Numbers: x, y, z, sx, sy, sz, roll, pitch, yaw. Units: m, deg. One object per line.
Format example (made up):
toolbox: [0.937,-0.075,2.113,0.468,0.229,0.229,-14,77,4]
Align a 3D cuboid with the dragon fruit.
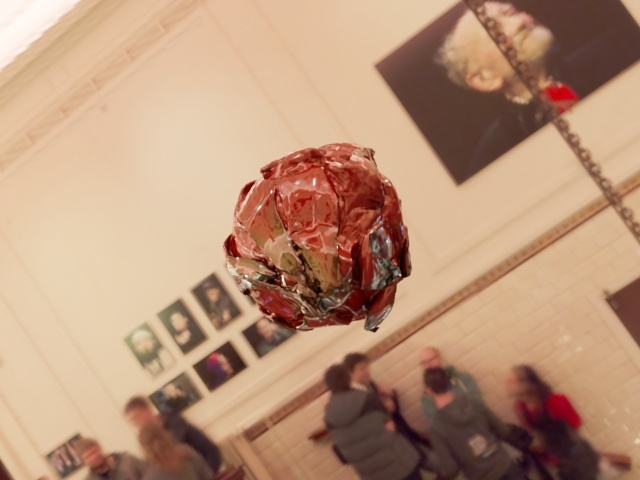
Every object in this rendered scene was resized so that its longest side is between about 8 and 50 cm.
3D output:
dragon fruit: [0.000,0.000,1.035,0.234,0.233,0.293,-35,6,4]
